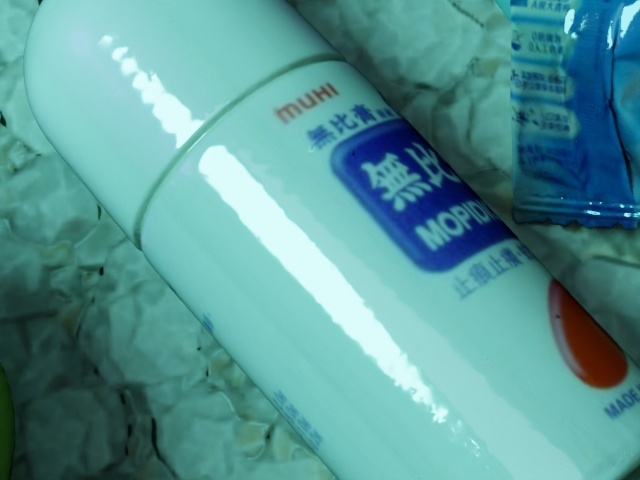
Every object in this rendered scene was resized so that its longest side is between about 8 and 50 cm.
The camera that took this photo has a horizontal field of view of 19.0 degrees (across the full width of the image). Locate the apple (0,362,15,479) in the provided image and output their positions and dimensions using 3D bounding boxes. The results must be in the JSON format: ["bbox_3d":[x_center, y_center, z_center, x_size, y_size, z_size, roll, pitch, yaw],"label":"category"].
[{"bbox_3d":[-0.249,0.087,0.788,0.279,0.279,0.279,-2,75,7],"label":"apple"}]

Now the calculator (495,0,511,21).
[{"bbox_3d":[0.200,-0.174,0.907,0.256,0.054,0.386,-35,78,-2],"label":"calculator"}]

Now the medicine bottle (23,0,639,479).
[{"bbox_3d":[0.000,0.000,0.845,0.130,0.130,0.341,-41,73,-5],"label":"medicine bottle"}]

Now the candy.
[{"bbox_3d":[0.123,-0.068,0.859,0.088,0.038,0.136,6,110,28],"label":"candy"}]
